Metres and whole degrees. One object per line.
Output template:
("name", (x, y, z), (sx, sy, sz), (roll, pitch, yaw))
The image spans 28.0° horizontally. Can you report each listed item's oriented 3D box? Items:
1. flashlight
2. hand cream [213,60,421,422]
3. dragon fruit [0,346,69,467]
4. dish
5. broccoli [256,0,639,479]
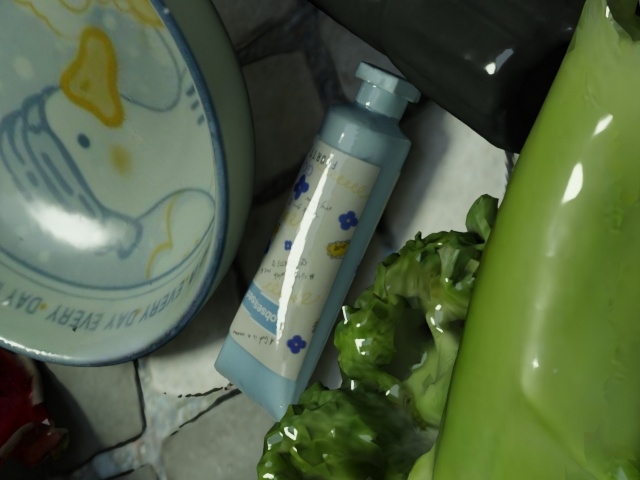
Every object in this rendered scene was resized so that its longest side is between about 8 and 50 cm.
("flashlight", (-0.019, -0.172, 0.624), (0.424, 0.103, 0.103), (43, 106, 37))
("hand cream", (0.000, 0.000, 0.603), (0.065, 0.043, 0.171), (34, 106, 45))
("dragon fruit", (-0.250, 0.094, 0.733), (0.274, 0.161, 0.126), (34, 120, 27))
("dish", (-0.133, -0.084, 0.668), (0.273, 0.134, 0.273), (15, 125, 22))
("broccoli", (0.081, 0.088, 0.440), (0.254, 0.186, 0.302), (-127, 60, -78))
